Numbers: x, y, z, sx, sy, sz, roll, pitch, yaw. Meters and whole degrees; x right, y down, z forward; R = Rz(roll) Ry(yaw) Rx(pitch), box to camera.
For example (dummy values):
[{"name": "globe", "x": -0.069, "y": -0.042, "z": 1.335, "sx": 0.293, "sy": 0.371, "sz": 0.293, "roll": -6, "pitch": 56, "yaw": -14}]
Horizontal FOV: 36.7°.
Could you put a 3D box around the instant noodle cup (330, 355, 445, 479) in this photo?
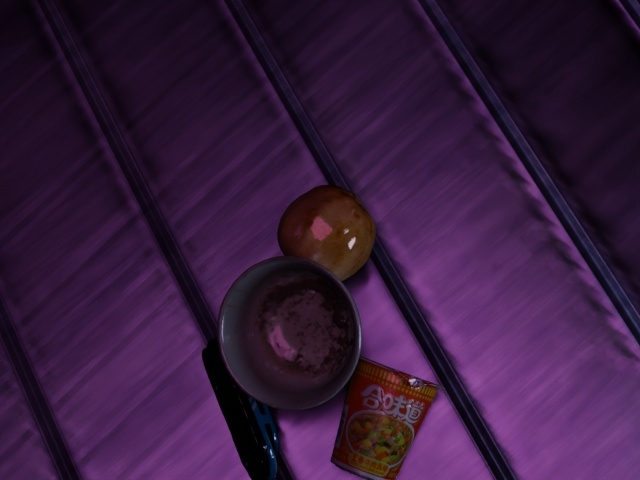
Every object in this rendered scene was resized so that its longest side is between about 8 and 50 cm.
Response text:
[{"name": "instant noodle cup", "x": 0.116, "y": 0.348, "z": 1.854, "sx": 0.193, "sy": 0.193, "sz": 0.212, "roll": 19, "pitch": 84, "yaw": 10}]

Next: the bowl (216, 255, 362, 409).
[{"name": "bowl", "x": -0.042, "y": 0.173, "z": 1.862, "sx": 0.289, "sy": 0.146, "sz": 0.289, "roll": 0, "pitch": 89, "yaw": 17}]

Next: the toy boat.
[{"name": "toy boat", "x": -0.137, "y": 0.328, "z": 1.911, "sx": 0.092, "sy": 0.134, "sz": 0.298, "roll": -16, "pitch": 73, "yaw": -30}]

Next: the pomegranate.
[{"name": "pomegranate", "x": 0.010, "y": -0.014, "z": 1.946, "sx": 0.207, "sy": 0.207, "sz": 0.207, "roll": -1, "pitch": 74, "yaw": 5}]
